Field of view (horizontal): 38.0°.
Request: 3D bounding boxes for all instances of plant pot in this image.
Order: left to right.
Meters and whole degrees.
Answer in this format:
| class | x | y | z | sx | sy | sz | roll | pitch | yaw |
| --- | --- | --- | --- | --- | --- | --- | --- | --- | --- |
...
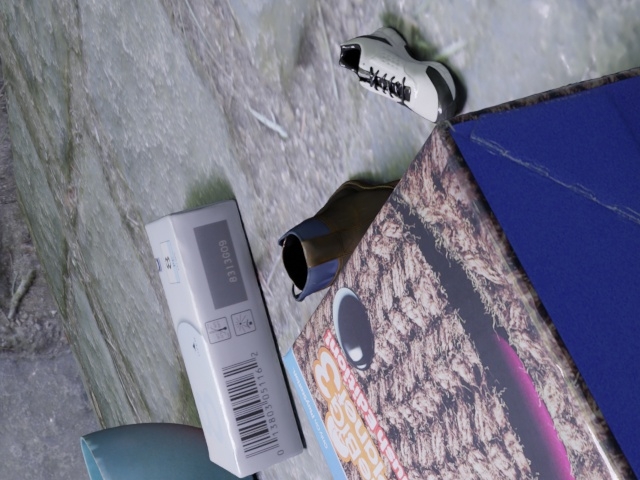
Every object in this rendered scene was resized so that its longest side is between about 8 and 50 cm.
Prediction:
| class | x | y | z | sx | sy | sz | roll | pitch | yaw |
| --- | --- | --- | --- | --- | --- | --- | --- | --- | --- |
| plant pot | -0.198 | 0.377 | 1.321 | 0.290 | 0.195 | 0.290 | 50 | 151 | 41 |

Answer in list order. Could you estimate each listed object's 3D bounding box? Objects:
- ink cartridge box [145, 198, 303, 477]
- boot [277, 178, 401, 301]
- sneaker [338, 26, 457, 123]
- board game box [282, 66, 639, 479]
| class | x | y | z | sx | sy | sz | roll | pitch | yaw |
| --- | --- | --- | --- | --- | --- | --- | --- | --- | --- |
| ink cartridge box | -0.164 | 0.122 | 1.214 | 0.385 | 0.091 | 0.308 | -11 | 95 | 66 |
| boot | 0.000 | 0.000 | 0.728 | 0.219 | 0.106 | 0.082 | -21 | 86 | 67 |
| sneaker | 0.051 | -0.107 | 0.622 | 0.109 | 0.043 | 0.040 | 47 | 144 | 44 |
| board game box | 0.115 | 0.094 | 0.485 | 0.232 | 0.141 | 0.291 | 65 | 156 | 19 |
